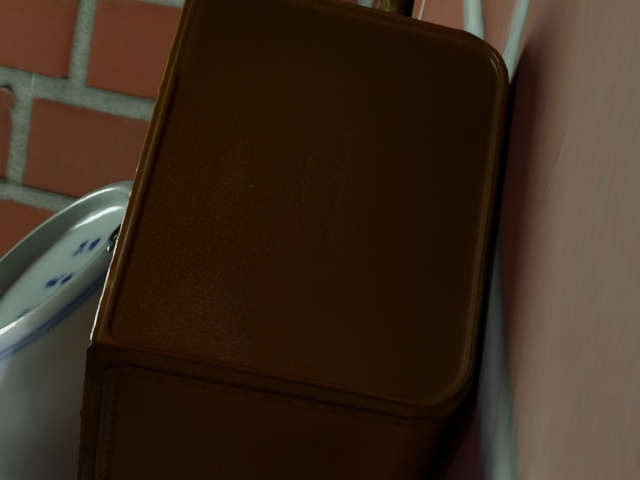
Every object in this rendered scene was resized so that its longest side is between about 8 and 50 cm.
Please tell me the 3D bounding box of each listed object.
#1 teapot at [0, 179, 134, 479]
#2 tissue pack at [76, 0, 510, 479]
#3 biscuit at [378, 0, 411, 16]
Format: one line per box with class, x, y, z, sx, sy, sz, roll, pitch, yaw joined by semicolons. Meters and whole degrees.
teapot;-0.081;0.109;1.043;0.252;0.280;0.424;-15;32;47
tissue pack;-0.021;0.052;0.750;0.274;0.145;0.194;104;180;-55
biscuit;0.066;-0.198;1.681;0.188;0.027;0.187;-166;90;-87
